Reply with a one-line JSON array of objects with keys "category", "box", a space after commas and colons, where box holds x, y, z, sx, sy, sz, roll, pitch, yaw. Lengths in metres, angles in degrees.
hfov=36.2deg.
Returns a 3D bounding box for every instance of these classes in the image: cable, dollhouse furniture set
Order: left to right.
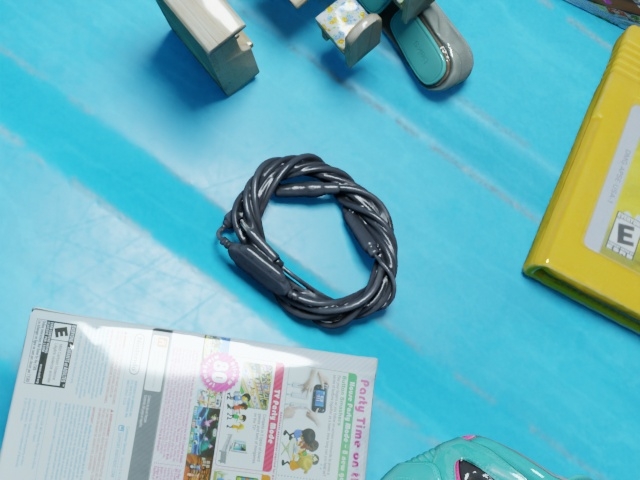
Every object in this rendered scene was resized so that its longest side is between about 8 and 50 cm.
[{"category": "dollhouse furniture set", "box": [-0.035, -0.269, 0.942, 0.242, 0.161, 0.212, -40, 83, -3]}, {"category": "cable", "box": [0.000, 0.000, 0.966, 0.184, 0.047, 0.150, 36, 64, 4]}]

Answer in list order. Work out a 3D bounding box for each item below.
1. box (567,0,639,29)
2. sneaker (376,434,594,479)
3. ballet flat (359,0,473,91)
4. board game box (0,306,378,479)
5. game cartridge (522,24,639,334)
[{"category": "box", "box": [0.402, -0.288, 1.054, 0.293, 0.201, 0.057, 25, 70, -4]}, {"category": "sneaker", "box": [0.190, 0.290, 0.872, 0.178, 0.124, 0.295, -38, 82, -10]}, {"category": "ballet flat", "box": [0.093, -0.254, 1.059, 0.068, 0.072, 0.213, -21, 77, -45]}, {"category": "board game box", "box": [-0.115, 0.194, 0.848, 0.303, 0.097, 0.224, 10, 72, -7]}, {"category": "game cartridge", "box": [0.401, -0.041, 1.054, 0.285, 0.053, 0.324, 27, 70, -2]}]
